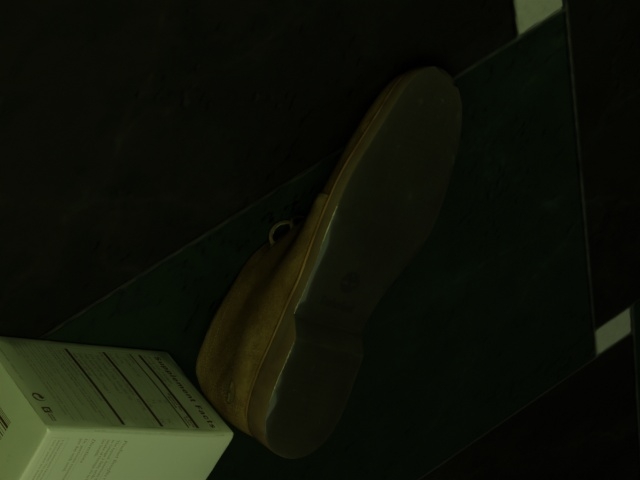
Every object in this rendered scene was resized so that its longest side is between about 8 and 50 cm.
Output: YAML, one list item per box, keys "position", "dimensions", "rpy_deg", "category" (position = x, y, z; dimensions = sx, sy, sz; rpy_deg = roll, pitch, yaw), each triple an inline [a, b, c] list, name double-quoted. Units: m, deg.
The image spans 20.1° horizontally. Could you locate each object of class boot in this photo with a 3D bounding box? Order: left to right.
- position: [0.000, 0.000, 1.335]
  dimensions: [0.112, 0.115, 0.305]
  rpy_deg: [28, 88, -45]
  category: "boot"

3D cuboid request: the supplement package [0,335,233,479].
- position: [-0.174, 0.144, 1.301]
  dimensions: [0.179, 0.105, 0.105]
  rpy_deg: [10, 118, -48]
  category: "supplement package"
